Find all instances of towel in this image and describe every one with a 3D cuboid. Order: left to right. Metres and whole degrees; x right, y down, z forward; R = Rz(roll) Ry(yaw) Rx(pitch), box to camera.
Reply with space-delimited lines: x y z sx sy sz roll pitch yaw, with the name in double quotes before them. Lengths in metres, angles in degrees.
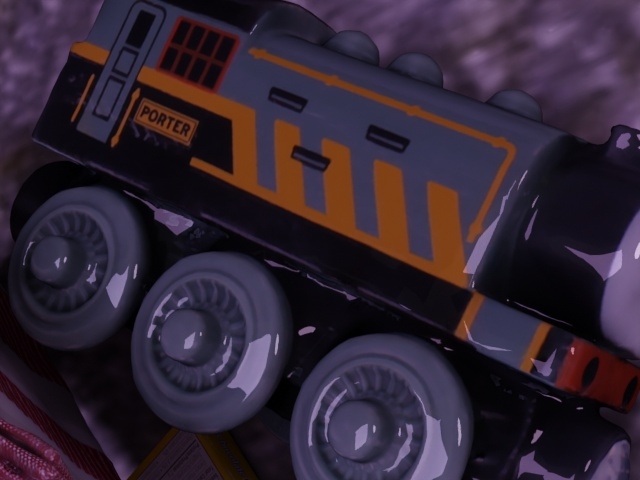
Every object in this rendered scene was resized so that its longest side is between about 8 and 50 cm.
"towel" -0.147 0.058 0.593 0.037 0.237 0.329 -36 51 -8

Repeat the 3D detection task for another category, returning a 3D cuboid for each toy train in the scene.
"toy train" 0.000 0.000 0.568 0.334 0.142 0.190 24 91 33

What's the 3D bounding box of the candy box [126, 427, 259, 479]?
"candy box" -0.097 0.195 0.679 0.206 0.027 0.105 -48 62 22
